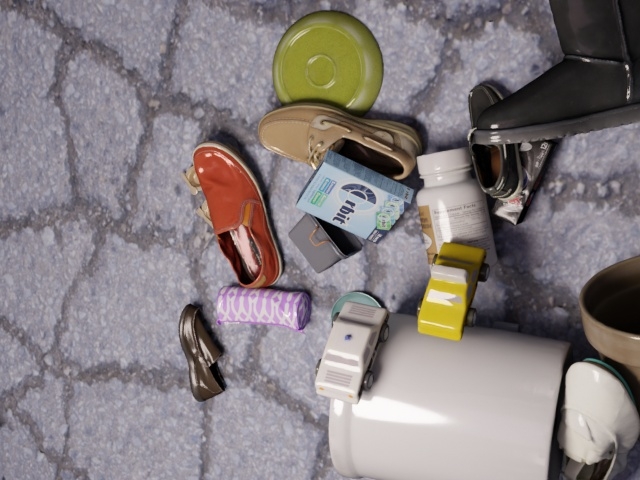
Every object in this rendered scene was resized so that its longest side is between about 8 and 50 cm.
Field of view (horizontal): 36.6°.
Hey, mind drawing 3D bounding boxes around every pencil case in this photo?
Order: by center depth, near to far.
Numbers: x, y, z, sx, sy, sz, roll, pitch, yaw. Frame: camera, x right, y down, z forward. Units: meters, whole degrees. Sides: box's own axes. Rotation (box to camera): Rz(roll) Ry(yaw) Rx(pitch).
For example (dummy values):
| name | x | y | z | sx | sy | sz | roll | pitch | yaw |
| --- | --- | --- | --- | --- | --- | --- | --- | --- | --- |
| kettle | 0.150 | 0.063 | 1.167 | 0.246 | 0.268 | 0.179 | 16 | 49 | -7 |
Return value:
| name | x | y | z | sx | sy | sz | roll | pitch | yaw |
| --- | --- | --- | --- | --- | --- | --- | --- | --- | --- |
| pencil case | -0.123 | 0.144 | 2.036 | 0.206 | 0.086 | 0.088 | 2 | 65 | 23 |

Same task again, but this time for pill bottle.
| name | x | y | z | sx | sy | sz | roll | pitch | yaw |
| --- | --- | --- | --- | --- | --- | --- | --- | --- | --- |
| pill bottle | 0.252 | -0.056 | 1.833 | 0.131 | 0.131 | 0.229 | -9 | 94 | 23 |

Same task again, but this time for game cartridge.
| name | x | y | z | sx | sy | sz | roll | pitch | yaw |
| --- | --- | --- | --- | --- | --- | --- | --- | --- | --- |
| game cartridge | 0.358 | 0.200 | 1.893 | 0.056 | 0.017 | 0.083 | 7 | 101 | 25 |

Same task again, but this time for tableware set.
| name | x | y | z | sx | sy | sz | roll | pitch | yaw |
| --- | --- | --- | --- | --- | --- | --- | --- | --- | --- |
| tableware set | -0.214 | -0.117 | 2.070 | 0.169 | 0.020 | 0.141 | -32 | 86 | 23 |

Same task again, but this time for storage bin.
| name | x | y | z | sx | sy | sz | roll | pitch | yaw |
| --- | --- | --- | --- | --- | --- | --- | --- | --- | --- |
| storage bin | 0.000 | 0.000 | 1.969 | 0.091 | 0.098 | 0.135 | -43 | 81 | 32 |

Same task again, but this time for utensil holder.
| name | x | y | z | sx | sy | sz | roll | pitch | yaw |
| --- | --- | --- | --- | --- | --- | --- | --- | --- | --- |
| utensil holder | 0.251 | 0.309 | 1.788 | 0.386 | 0.328 | 0.327 | 7 | 101 | 19 |

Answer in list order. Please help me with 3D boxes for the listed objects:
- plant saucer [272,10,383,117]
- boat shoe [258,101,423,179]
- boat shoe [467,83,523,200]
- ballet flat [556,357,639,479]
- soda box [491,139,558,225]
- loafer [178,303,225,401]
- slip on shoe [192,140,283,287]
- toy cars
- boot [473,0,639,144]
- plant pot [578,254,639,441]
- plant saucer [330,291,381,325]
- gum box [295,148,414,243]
| name | x | y | z | sx | sy | sz | roll | pitch | yaw |
| --- | --- | --- | --- | --- | --- | --- | --- | --- | --- |
| plant saucer | 0.006 | -0.340 | 1.939 | 0.241 | 0.037 | 0.240 | 3 | 99 | 21 |
| boat shoe | 0.025 | -0.189 | 1.895 | 0.341 | 0.110 | 0.121 | 8 | 127 | 19 |
| boat shoe | 0.312 | -0.188 | 1.786 | 0.084 | 0.079 | 0.233 | -29 | 63 | 45 |
| ballet flat | 0.471 | 0.349 | 1.680 | 0.139 | 0.400 | 0.139 | -7 | 55 | 11 |
| soda box | 0.382 | -0.115 | 1.810 | 0.053 | 0.060 | 0.168 | 27 | 107 | 20 |
| loafer | -0.252 | 0.242 | 2.117 | 0.079 | 0.080 | 0.219 | -9 | 100 | 13 |
| slip on shoe | -0.178 | -0.051 | 2.006 | 0.123 | 0.101 | 0.331 | -19 | 97 | 27 |
| toy cars | 0.140 | 0.127 | 1.684 | 0.394 | 0.087 | 0.176 | -31 | 56 | -6 |
| boot | 0.411 | -0.406 | 1.670 | 0.367 | 0.146 | 0.444 | -11 | 98 | -6 |
| plant pot | 0.622 | 0.206 | 1.658 | 0.323 | 0.323 | 0.280 | -4 | 114 | 22 |
| plant saucer | 0.079 | 0.163 | 1.995 | 0.119 | 0.021 | 0.119 | 4 | 100 | 21 |
| gum box | 0.064 | -0.082 | 1.876 | 0.185 | 0.041 | 0.157 | 25 | 142 | -8 |
